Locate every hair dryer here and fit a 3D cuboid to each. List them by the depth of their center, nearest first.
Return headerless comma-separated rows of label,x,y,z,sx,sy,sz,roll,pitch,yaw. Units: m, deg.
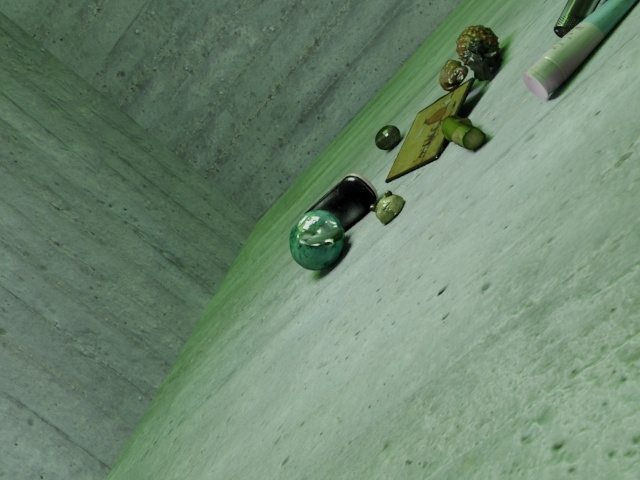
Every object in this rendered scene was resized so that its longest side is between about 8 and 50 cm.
hair dryer,0.631,-0.592,1.602,0.320,0.156,0.284,-63,13,-14

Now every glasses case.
glasses case,0.053,-0.092,2.290,0.314,0.122,0.075,-40,9,49

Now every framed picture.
framed picture,0.298,-0.299,2.162,0.255,0.014,0.339,-63,12,-14

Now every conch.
conch,0.002,0.000,2.176,0.196,0.134,0.202,8,40,29

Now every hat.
hat,0.168,-0.087,1.954,0.077,0.059,0.076,-37,21,37

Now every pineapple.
pineapple,0.446,-0.518,2.163,0.128,0.128,0.248,-46,17,25

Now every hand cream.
hand cream,0.539,-0.412,1.551,0.312,0.070,0.111,-43,8,-1

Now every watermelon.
watermelon,0.223,-0.342,2.586,0.078,0.078,0.111,-56,11,-30

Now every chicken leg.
chicken leg,0.372,-0.461,2.148,0.085,0.069,0.198,-57,5,5

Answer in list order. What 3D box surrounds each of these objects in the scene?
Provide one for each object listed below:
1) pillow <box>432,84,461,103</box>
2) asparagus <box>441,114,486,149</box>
pillow,0.364,-0.402,2.292,0.113,0.038,0.203,-52,10,-15
asparagus,0.335,-0.253,1.830,0.067,0.060,0.277,-29,14,8
